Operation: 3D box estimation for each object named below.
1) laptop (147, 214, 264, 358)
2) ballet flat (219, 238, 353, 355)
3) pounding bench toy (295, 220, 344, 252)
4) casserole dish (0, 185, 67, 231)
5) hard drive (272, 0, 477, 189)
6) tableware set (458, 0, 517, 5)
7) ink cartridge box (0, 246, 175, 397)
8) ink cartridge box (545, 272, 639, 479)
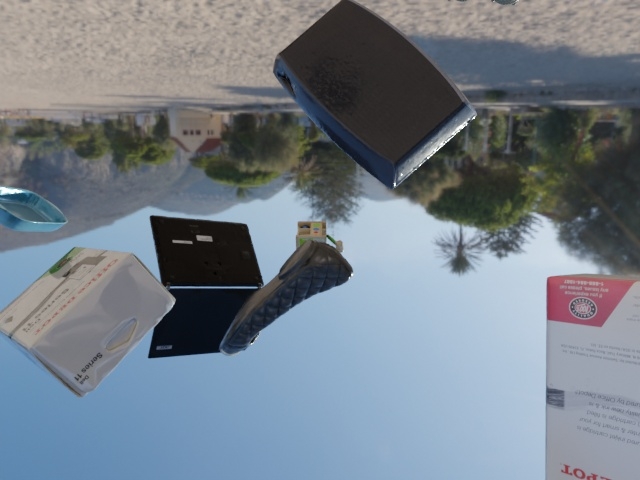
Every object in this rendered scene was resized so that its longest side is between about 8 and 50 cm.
[{"bbox_3d":[-0.257,0.097,1.146,0.234,0.264,0.136,4,145,-39],"label":"laptop"},{"bbox_3d":[-0.040,0.063,0.479,0.049,0.173,0.057,38,-144,-12],"label":"ballet flat"},{"bbox_3d":[0.000,0.000,0.936,0.083,0.052,0.065,0,-151,2],"label":"pounding bench toy"},{"bbox_3d":[-0.575,-0.057,1.024,0.114,0.037,0.188,39,-176,5],"label":"casserole dish"},{"bbox_3d":[0.066,-0.210,0.714,0.254,0.172,0.054,48,176,18],"label":"hard drive"},{"bbox_3d":[0.318,-0.518,1.007,0.169,0.141,0.020,5,-128,7],"label":"tableware set"},{"bbox_3d":[-0.300,0.089,0.659,0.208,0.087,0.153,2,-137,47],"label":"ink cartridge box"},{"bbox_3d":[0.302,0.144,0.488,0.092,0.217,0.159,1,180,-42],"label":"ink cartridge box"}]
